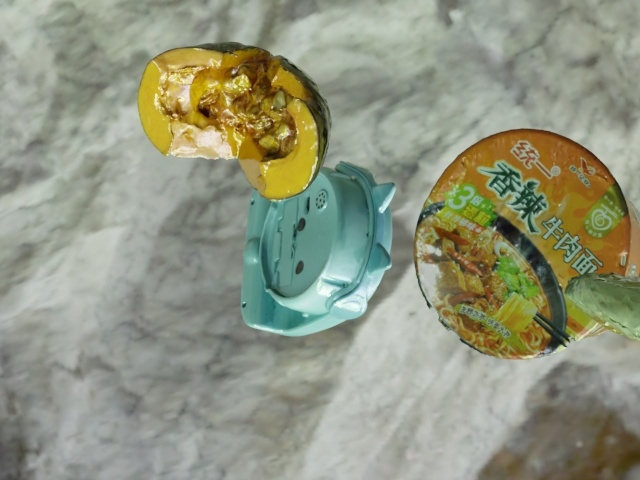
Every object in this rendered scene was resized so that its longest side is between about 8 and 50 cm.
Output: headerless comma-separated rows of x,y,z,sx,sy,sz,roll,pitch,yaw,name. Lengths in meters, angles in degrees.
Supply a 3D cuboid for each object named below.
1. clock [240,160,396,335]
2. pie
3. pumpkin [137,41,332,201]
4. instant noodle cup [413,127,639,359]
0.000,0.000,1.921,0.094,0.274,0.223,14,-111,-32,clock
0.305,0.060,1.161,0.240,0.240,0.054,7,-92,-44,pie
-0.063,-0.117,1.323,0.183,0.119,0.108,28,-154,16,pumpkin
0.236,0.011,1.498,0.182,0.230,0.230,10,-114,-61,instant noodle cup
